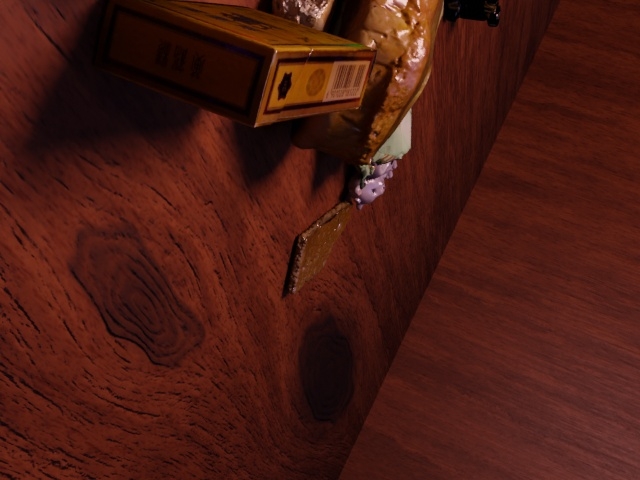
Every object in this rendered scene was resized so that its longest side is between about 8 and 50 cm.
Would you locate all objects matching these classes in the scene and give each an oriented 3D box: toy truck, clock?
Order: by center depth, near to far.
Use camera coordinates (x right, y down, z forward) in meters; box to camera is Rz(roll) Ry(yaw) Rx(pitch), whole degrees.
[{"bbox_3d":[0.099,-0.145,1.812,0.117,0.080,0.176,-59,163,-25],"label":"clock"},{"bbox_3d":[0.333,-0.561,1.961,0.257,0.127,0.127,41,57,-73],"label":"toy truck"}]

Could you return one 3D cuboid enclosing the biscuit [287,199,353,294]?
[{"bbox_3d":[-0.001,0.008,1.787,0.237,0.026,0.131,-41,150,-58],"label":"biscuit"}]

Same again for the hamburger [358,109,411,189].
[{"bbox_3d":[0.085,-0.214,1.618,0.214,0.125,0.235,-17,123,-62],"label":"hamburger"}]

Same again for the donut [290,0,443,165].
[{"bbox_3d":[0.074,-0.268,1.317,0.330,0.160,0.330,-159,-90,-85],"label":"donut"}]

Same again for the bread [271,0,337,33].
[{"bbox_3d":[-0.020,-0.325,1.234,0.106,0.082,0.125,109,-1,-62],"label":"bread"}]

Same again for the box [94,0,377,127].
[{"bbox_3d":[-0.080,-0.203,0.997,0.301,0.193,0.084,-27,135,-65],"label":"box"}]
